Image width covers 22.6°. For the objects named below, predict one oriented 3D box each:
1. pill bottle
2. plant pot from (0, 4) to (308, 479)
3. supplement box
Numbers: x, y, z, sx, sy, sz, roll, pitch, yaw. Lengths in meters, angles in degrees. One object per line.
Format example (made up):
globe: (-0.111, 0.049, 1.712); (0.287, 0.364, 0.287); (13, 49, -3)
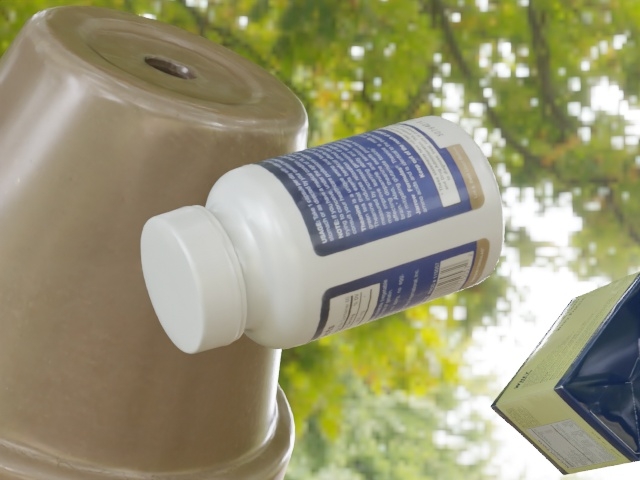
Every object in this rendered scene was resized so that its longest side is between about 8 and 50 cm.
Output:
pill bottle: (0.000, 0.000, 0.575); (0.120, 0.067, 0.067); (-17, -8, -26)
plant pot: (-0.109, 0.011, 0.833); (0.263, 0.229, 0.263); (20, 19, -7)
supplement box: (0.145, 0.069, 0.820); (0.056, 0.083, 0.083); (43, -23, -5)
